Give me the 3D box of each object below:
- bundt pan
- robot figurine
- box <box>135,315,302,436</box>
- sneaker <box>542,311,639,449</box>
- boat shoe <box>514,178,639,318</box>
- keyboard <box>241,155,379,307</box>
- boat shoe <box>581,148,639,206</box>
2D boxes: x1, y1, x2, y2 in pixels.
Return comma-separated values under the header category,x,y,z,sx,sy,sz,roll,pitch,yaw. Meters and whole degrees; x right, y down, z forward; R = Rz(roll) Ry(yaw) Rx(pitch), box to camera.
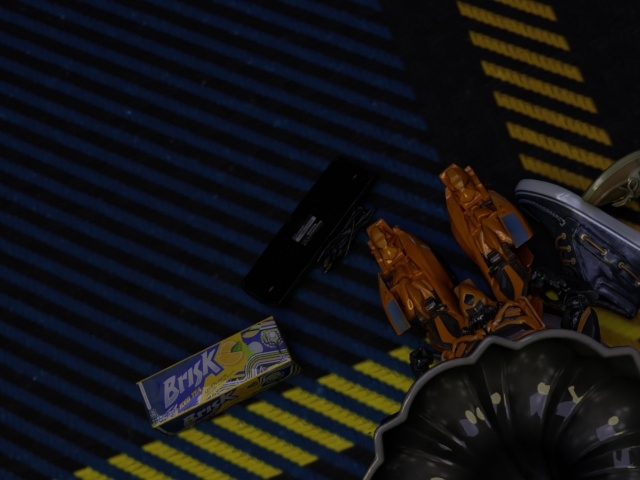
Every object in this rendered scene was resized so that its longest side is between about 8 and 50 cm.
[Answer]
category,x,y,z,sx,sy,sz,roll,pitch,yaw
bundt pan,0.189,0.233,1.313,0.330,0.124,0.331,0,95,-3
robot figurine,0.156,0.061,1.472,0.211,0.085,0.291,-38,42,11
box,-0.110,0.149,1.578,0.168,0.054,0.059,-27,67,4
sneaker,0.274,0.143,1.450,0.252,0.111,0.103,32,81,25
boat shoe,0.270,0.007,1.526,0.183,0.065,0.083,30,79,21
keyboard,0.000,0.000,1.623,0.100,0.038,0.192,30,81,45
boat shoe,0.339,-0.065,1.517,0.153,0.056,0.048,-22,70,-32
